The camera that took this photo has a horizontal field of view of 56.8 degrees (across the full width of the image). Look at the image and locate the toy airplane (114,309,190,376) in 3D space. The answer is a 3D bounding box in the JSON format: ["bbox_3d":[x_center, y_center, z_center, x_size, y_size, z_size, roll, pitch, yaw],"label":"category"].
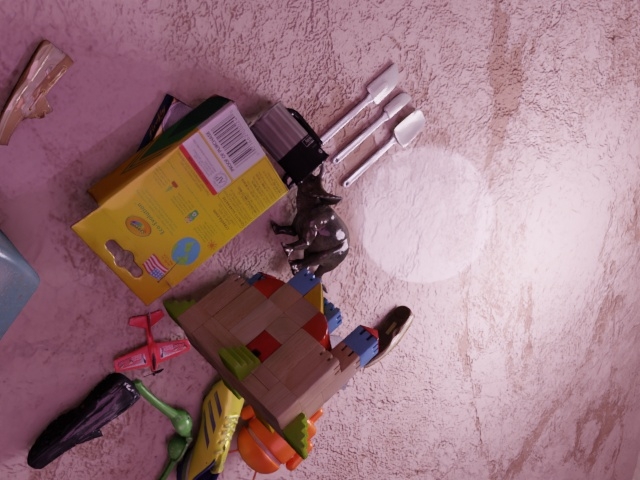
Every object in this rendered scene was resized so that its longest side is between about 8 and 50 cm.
[{"bbox_3d":[-0.329,0.197,1.139,0.151,0.028,0.151,-15,118,-29],"label":"toy airplane"}]

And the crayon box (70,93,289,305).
[{"bbox_3d":[-0.233,-0.068,0.991,0.318,0.081,0.202,-40,127,-13],"label":"crayon box"}]

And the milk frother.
[{"bbox_3d":[-0.075,-0.164,1.101,0.143,0.129,0.135,-40,98,19],"label":"milk frother"}]

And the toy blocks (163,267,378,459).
[{"bbox_3d":[-0.072,0.171,1.110,0.261,0.381,0.191,-39,146,-24],"label":"toy blocks"}]

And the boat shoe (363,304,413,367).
[{"bbox_3d":[0.168,0.251,1.473,0.190,0.068,0.072,-42,139,-11],"label":"boat shoe"}]

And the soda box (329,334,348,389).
[{"bbox_3d":[-0.057,0.263,1.309,0.286,0.091,0.098,11,106,-36],"label":"soda box"}]

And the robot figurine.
[{"bbox_3d":[-0.099,0.432,1.339,0.219,0.128,0.158,-41,139,-12],"label":"robot figurine"}]

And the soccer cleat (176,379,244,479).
[{"bbox_3d":[-0.218,0.426,1.257,0.093,0.121,0.289,18,100,-37],"label":"soccer cleat"}]

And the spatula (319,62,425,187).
[{"bbox_3d":[0.108,-0.229,1.240,0.242,0.019,0.168,-44,129,-9],"label":"spatula"}]

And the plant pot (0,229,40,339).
[{"bbox_3d":[-0.546,0.042,0.799,0.247,0.247,0.252,-55,147,0],"label":"plant pot"}]

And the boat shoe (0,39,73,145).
[{"bbox_3d":[-0.421,-0.208,0.870,0.059,0.063,0.170,29,93,-33],"label":"boat shoe"}]

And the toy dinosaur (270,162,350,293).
[{"bbox_3d":[0.000,0.000,1.210,0.160,0.121,0.314,-26,120,-6],"label":"toy dinosaur"}]

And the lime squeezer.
[{"bbox_3d":[-0.318,0.418,1.230,0.109,0.059,0.311,-13,118,-29],"label":"lime squeezer"}]

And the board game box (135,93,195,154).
[{"bbox_3d":[-0.251,-0.108,1.042,0.165,0.042,0.243,26,95,-39],"label":"board game box"}]

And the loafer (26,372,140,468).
[{"bbox_3d":[-0.438,0.345,1.103,0.223,0.076,0.078,-41,119,-16],"label":"loafer"}]
